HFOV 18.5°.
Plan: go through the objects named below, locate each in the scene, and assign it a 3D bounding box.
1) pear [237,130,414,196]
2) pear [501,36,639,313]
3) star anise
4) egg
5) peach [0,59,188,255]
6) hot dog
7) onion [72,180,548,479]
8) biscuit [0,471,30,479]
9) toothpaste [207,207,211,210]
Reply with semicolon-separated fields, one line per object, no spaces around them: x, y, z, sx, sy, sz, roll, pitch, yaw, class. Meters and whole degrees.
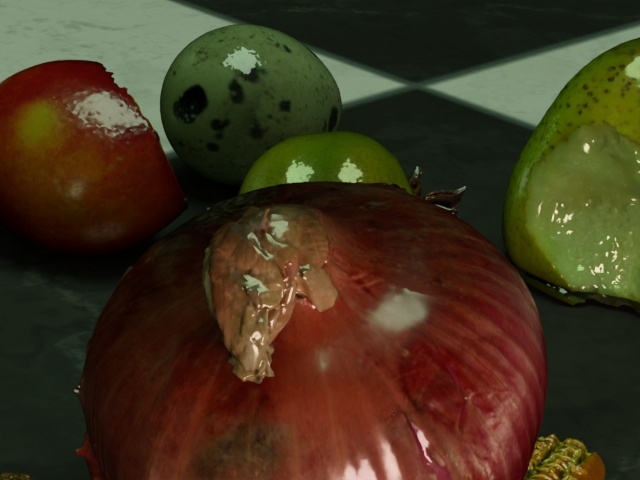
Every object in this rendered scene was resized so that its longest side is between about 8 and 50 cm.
0.000;0.000;1.847;0.180;0.166;0.216;19;51;5;pear
0.323;-0.066;1.936;0.292;0.292;0.159;11;15;16;pear
0.089;-0.034;2.066;0.141;0.042;0.141;4;26;-2;star anise
-0.070;-0.147;2.139;0.177;0.177;0.228;23;18;38;egg
-0.229;-0.083;1.943;0.226;0.190;0.196;5;12;19;peach
0.171;0.200;1.527;0.071;0.045;0.165;13;26;25;hot dog
-0.014;0.113;1.421;0.353;0.354;0.353;4;23;-2;onion
-0.259;0.224;1.411;0.064;0.034;0.199;6;23;6;biscuit
-0.092;0.005;1.963;0.052;0.033;0.218;7;20;-3;toothpaste
